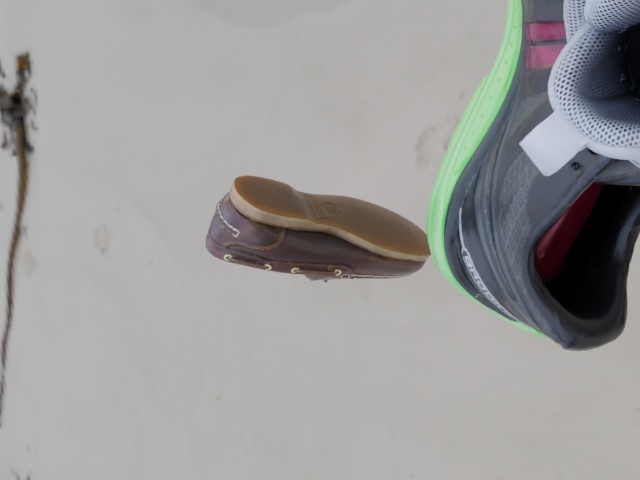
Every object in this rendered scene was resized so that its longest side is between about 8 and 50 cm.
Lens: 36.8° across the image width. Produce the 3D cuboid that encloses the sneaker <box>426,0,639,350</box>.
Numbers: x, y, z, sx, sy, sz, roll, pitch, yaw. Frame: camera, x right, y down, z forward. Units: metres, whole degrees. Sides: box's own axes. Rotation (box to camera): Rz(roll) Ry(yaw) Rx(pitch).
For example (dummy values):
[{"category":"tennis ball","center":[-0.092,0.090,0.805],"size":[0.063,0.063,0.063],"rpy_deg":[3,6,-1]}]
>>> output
[{"category":"sneaker","center":[0.210,-0.130,0.649],"size":[0.202,0.185,0.483],"rpy_deg":[48,143,44]}]

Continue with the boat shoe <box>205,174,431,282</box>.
[{"category":"boat shoe","center":[0.000,0.000,0.838],"size":[0.073,0.206,0.073],"rpy_deg":[-60,30,28]}]

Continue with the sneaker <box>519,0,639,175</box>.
[{"category":"sneaker","center":[0.228,-0.127,0.325],"size":[0.366,0.210,0.137],"rpy_deg":[-44,68,47]}]
